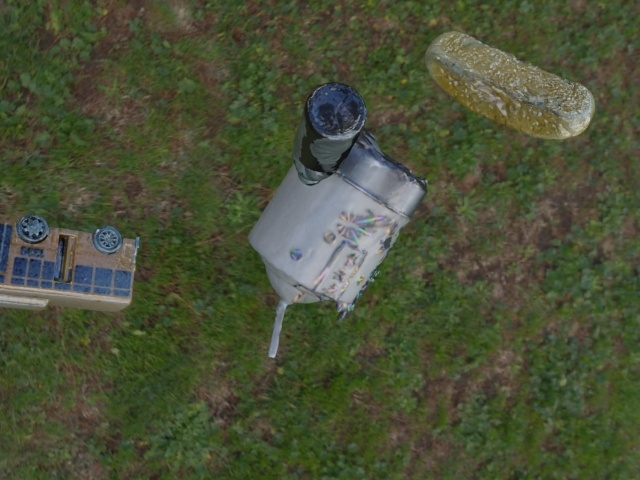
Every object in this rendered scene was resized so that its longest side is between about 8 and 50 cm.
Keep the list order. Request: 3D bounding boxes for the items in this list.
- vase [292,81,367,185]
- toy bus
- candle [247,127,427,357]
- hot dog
[{"bbox_3d":[0.001,-0.097,0.720,0.060,0.211,0.059,1,78,-7],"label":"vase"},{"bbox_3d":[-0.319,0.032,0.815,0.182,0.091,0.103,10,73,-30],"label":"toy bus"},{"bbox_3d":[0.000,0.000,0.945,0.187,0.187,0.330,28,100,-26],"label":"candle"},{"bbox_3d":[0.254,-0.207,0.951,0.243,0.073,0.084,28,52,15],"label":"hot dog"}]
